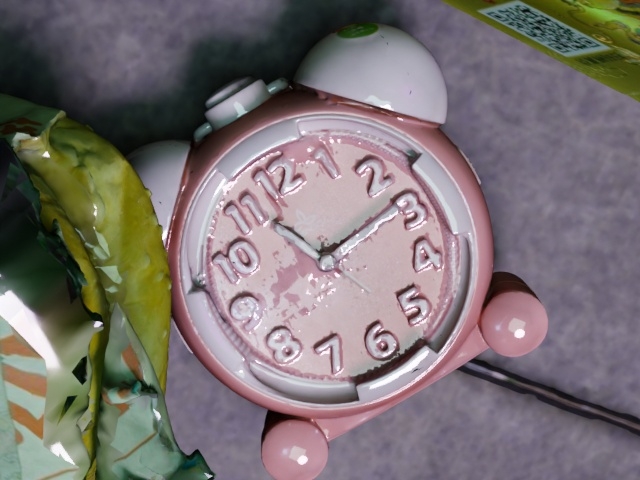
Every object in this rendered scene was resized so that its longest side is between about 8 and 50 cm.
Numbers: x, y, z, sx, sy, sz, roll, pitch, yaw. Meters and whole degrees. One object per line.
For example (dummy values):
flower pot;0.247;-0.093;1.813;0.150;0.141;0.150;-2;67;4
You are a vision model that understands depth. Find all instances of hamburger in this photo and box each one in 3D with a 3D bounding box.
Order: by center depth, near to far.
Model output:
hamburger;-0.129;0.045;0.774;0.235;0.125;0.214;4;114;30

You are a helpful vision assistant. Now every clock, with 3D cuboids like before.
clock;0.000;0.000;0.838;0.166;0.093;0.162;-30;100;4

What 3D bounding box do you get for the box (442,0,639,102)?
box;0.056;-0.135;0.755;0.311;0.173;0.043;25;83;-15
